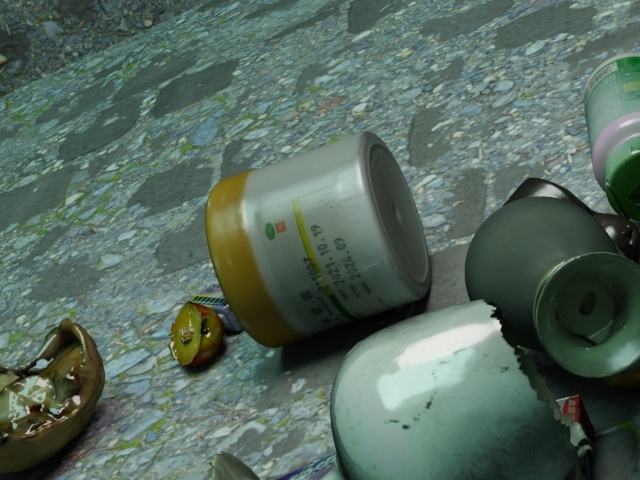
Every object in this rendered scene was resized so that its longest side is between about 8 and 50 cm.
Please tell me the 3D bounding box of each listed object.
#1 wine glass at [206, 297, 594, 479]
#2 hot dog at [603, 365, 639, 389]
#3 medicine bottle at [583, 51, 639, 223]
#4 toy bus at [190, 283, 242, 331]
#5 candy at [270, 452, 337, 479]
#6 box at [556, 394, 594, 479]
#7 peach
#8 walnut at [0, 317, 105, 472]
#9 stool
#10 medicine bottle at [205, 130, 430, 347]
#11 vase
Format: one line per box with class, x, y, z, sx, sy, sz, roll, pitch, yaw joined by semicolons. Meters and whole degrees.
wine glass;0.074;0.209;1.278;0.323;0.238;0.238;-33;24;11
hot dog;0.416;0.096;1.392;0.285;0.061;0.088;-18;11;31
medicine bottle;0.410;-0.131;1.750;0.133;0.133;0.274;-20;26;19
toy bus;-0.142;0.099;1.983;0.102;0.052;0.058;2;40;50
candy;0.026;0.269;1.470;0.275;0.070;0.145;-25;19;17
box;0.238;0.239;1.322;0.039;0.055;0.218;-16;28;21
peach;-0.171;0.136;1.930;0.098;0.061;0.098;-27;58;54
walnut;-0.403;0.237;1.896;0.238;0.141;0.204;-22;38;12
stool;0.292;0.004;1.646;0.217;0.125;0.121;28;73;41
medicine bottle;0.000;0.000;1.804;0.232;0.238;0.238;-18;27;18
vase;0.252;0.050;1.417;0.173;0.173;0.321;-28;5;2
